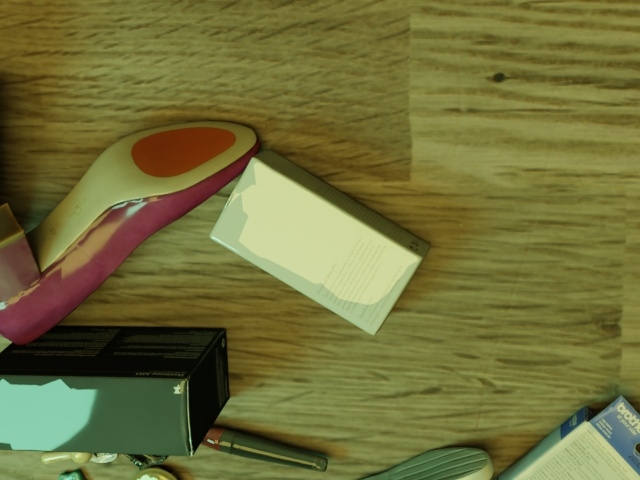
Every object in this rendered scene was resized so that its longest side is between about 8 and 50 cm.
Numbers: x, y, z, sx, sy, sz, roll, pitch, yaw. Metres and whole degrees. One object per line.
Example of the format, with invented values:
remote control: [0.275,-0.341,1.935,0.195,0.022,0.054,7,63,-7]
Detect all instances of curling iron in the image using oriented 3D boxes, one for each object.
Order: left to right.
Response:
curling iron: [-0.124,0.263,1.683,0.273,0.035,0.068,4,108,10]

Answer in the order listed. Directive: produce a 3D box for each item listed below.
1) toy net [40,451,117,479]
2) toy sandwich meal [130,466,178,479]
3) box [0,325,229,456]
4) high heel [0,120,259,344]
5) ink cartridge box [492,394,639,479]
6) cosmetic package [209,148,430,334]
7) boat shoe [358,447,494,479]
toy net: [-0.315,0.312,1.722,0.122,0.045,0.232,35,106,1]
toy sandwich meal: [-0.209,0.330,1.718,0.085,0.029,0.086,2,99,12]
box: [-0.258,0.177,1.609,0.261,0.184,0.103,0,102,11]
high heel: [-0.237,-0.012,1.599,0.377,0.127,0.181,-21,137,-7]
ink cartridge box: [0.303,0.336,1.610,0.311,0.065,0.186,-43,93,18]
cosmetic package: [0.000,0.000,1.576,0.231,0.085,0.117,32,106,3]
boat shoe: [0.117,0.317,1.639,0.226,0.083,0.076,-18,111,25]
